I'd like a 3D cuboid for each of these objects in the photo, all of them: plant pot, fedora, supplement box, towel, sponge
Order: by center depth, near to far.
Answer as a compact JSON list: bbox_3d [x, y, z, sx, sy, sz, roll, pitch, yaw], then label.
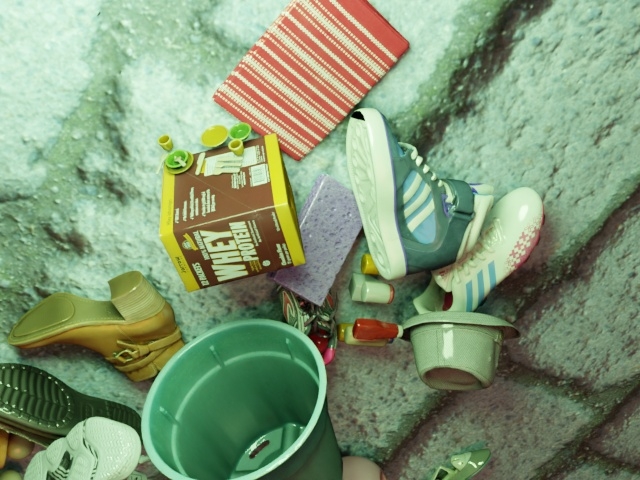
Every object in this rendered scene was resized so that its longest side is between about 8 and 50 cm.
[{"bbox_3d":[-0.014,-0.272,1.030,0.199,0.031,0.275,33,113,-32],"label":"towel"},{"bbox_3d":[-0.141,-0.047,1.042,0.194,0.191,0.129,-14,133,2],"label":"supplement box"},{"bbox_3d":[0.000,0.000,1.158,0.117,0.031,0.210,32,80,-31],"label":"sponge"},{"bbox_3d":[-0.112,0.386,1.254,0.341,0.341,0.334,-20,132,1],"label":"plant pot"},{"bbox_3d":[0.278,0.234,1.308,0.244,0.124,0.275,-6,156,21],"label":"fedora"}]

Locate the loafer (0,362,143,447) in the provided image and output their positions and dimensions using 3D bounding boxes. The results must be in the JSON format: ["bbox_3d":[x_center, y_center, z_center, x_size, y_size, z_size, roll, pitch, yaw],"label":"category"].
[{"bbox_3d":[-0.531,0.366,1.286,0.366,0.133,0.130,35,113,-31],"label":"loafer"}]

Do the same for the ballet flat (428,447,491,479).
[{"bbox_3d":[0.351,0.603,1.696,0.068,0.072,0.213,41,107,0],"label":"ballet flat"}]

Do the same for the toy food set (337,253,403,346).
[{"bbox_3d":[0.113,0.137,1.287,0.105,0.111,0.232,6,124,-14],"label":"toy food set"}]

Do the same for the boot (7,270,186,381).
[{"bbox_3d":[-0.408,0.186,1.224,0.284,0.109,0.220,-24,130,-5],"label":"boot"}]

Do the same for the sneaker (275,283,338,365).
[{"bbox_3d":[-0.019,0.110,1.241,0.121,0.112,0.299,-18,125,0],"label":"sneaker"}]

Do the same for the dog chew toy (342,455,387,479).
[{"bbox_3d":[0.004,0.650,1.576,0.332,0.206,0.206,-18,126,10],"label":"dog chew toy"}]

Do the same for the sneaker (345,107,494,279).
[{"bbox_3d":[0.188,-0.101,1.143,0.236,0.130,0.322,-19,113,-15],"label":"sneaker"}]

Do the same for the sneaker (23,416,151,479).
[{"bbox_3d":[-0.385,0.431,1.207,0.210,0.137,0.366,24,138,-38],"label":"sneaker"}]

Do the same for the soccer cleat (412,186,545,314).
[{"bbox_3d":[0.300,0.039,1.252,0.143,0.116,0.331,6,125,-34],"label":"soccer cleat"}]

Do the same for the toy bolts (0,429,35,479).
[{"bbox_3d":[-0.681,0.494,1.317,0.159,0.218,0.228,11,139,-26],"label":"toy bolts"}]

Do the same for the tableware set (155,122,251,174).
[{"bbox_3d":[-0.189,-0.151,1.035,0.154,0.104,0.024,0,146,15],"label":"tableware set"}]
